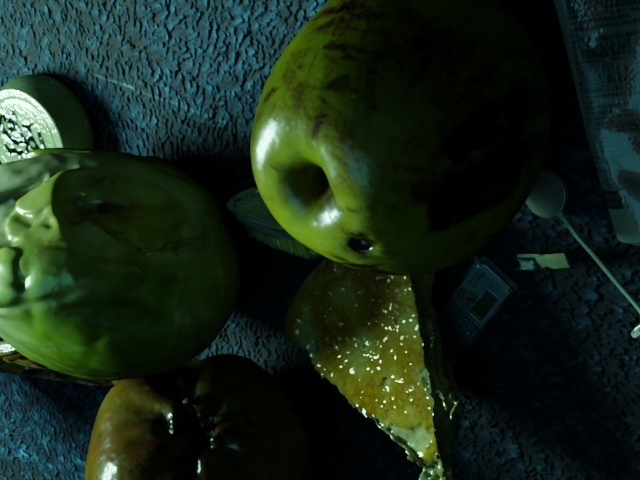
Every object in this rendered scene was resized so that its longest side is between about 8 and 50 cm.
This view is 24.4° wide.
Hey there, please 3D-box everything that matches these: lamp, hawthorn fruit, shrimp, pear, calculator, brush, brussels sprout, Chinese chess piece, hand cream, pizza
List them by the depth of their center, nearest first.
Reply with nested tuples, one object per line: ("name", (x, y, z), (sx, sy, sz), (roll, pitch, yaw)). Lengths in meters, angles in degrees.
("hand cream", (0.279, -0.129, 1.319), (0.124, 0.077, 0.341), (-2, 106, 40))
("pear", (0.074, -0.104, 1.348), (0.283, 0.283, 0.284), (20, 127, 29))
("lamp", (0.270, 0.008, 1.430), (0.198, 0.056, 0.050), (54, 138, 14))
("brush", (0.218, 0.021, 1.465), (0.083, 0.013, 0.016), (-4, 113, 63))
("brush", (0.000, 0.000, 1.562), (0.297, 0.068, 0.060), (20, 136, 53))
("calculator", (0.148, 0.084, 1.578), (0.057, 0.018, 0.172), (42, 133, 9))
("pizza", (0.079, 0.134, 1.598), (0.280, 0.075, 0.288), (-31, 81, 50))
("brussels sprout", (-0.252, 0.015, 1.661), (0.344, 0.268, 0.344), (19, 167, 5))
("hawthorn fruit", (-0.149, 0.289, 1.770), (0.267, 0.268, 0.301), (31, 144, 21))
("Chinese chess piece", (-0.343, -0.131, 1.808), (0.144, 0.058, 0.144), (20, 127, 29))
("shrimp", (-0.338, 0.145, 1.914), (0.289, 0.178, 0.075), (0, 80, 40))

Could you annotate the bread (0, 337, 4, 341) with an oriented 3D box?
("bread", (-0.611, 0.061, 2.006), (0.361, 0.233, 0.245), (45, 144, 10))
